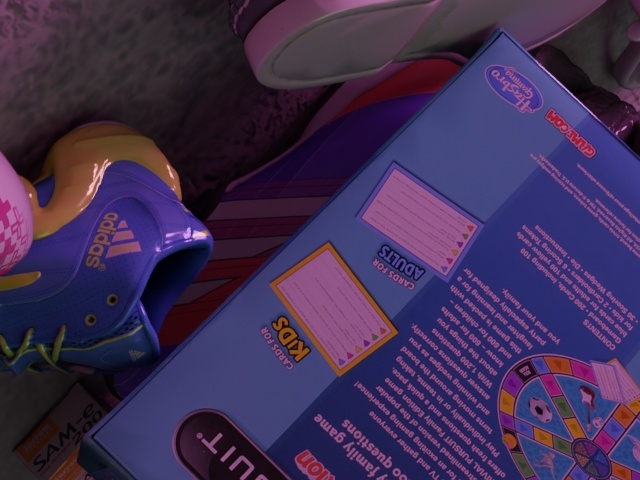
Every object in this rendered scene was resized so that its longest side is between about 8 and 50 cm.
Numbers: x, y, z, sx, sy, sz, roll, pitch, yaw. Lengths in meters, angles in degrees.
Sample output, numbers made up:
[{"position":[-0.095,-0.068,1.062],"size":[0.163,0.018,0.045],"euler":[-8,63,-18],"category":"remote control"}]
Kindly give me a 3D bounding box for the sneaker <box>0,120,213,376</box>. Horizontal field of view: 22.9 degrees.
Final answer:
[{"position":[-0.158,0.033,0.812],"size":[0.240,0.126,0.091],"euler":[-39,149,-19],"category":"sneaker"}]

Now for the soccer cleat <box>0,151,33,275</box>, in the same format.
[{"position":[-0.194,-0.080,0.641],"size":[0.143,0.116,0.331],"euler":[-50,150,2],"category":"soccer cleat"}]

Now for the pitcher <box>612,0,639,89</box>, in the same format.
[{"position":[0.280,-0.179,1.182],"size":[0.178,0.125,0.207],"euler":[-41,165,17],"category":"pitcher"}]

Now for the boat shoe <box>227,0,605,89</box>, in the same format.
[{"position":[0.070,-0.163,0.912],"size":[0.319,0.099,0.116],"euler":[-15,160,-42],"category":"boat shoe"}]

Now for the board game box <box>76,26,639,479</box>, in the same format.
[{"position":[0.075,0.085,0.871],"size":[0.336,0.254,0.079],"euler":[-45,176,-20],"category":"board game box"}]

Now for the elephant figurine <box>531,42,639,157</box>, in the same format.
[{"position":[0.181,-0.059,1.170],"size":[0.239,0.186,0.169],"euler":[-50,116,-20],"category":"elephant figurine"}]

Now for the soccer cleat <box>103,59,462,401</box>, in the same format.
[{"position":[0.000,0.000,0.996],"size":[0.318,0.116,0.108],"euler":[-43,150,-11],"category":"soccer cleat"}]

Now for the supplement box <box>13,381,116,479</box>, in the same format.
[{"position":[-0.148,0.139,1.040],"size":[0.062,0.036,0.098],"euler":[-48,150,-3],"category":"supplement box"}]
